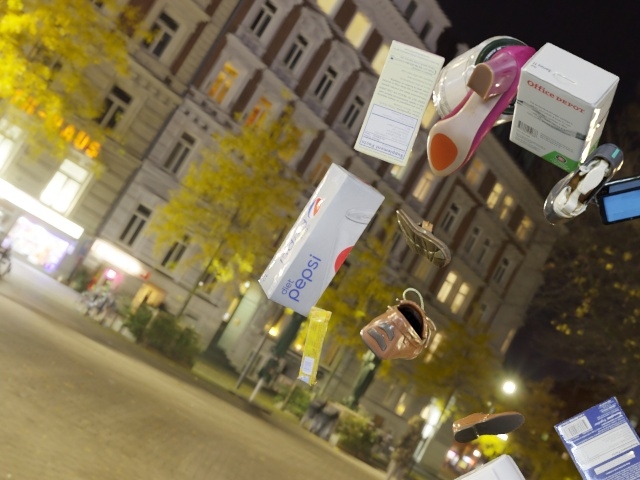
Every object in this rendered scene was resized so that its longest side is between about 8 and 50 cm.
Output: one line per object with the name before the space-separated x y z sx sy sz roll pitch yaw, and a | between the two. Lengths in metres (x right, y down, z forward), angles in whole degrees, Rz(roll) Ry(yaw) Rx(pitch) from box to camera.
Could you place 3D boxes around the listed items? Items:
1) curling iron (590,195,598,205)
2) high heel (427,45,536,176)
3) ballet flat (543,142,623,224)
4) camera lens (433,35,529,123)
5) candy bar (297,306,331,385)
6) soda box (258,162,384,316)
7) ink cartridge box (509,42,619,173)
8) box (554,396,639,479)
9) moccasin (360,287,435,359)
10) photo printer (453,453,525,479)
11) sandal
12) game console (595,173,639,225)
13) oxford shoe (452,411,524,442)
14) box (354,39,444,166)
curling iron | 0.655 -0.207 1.922 0.274 0.068 0.035 59 17 -7
high heel | 0.390 -0.300 1.844 0.127 0.181 0.377 53 -34 18
ballet flat | 0.477 -0.094 1.413 0.074 0.074 0.203 30 -51 -5
camera lens | 0.451 -0.417 2.078 0.219 0.219 0.274 31 -9 -13
candy bar | -0.013 0.202 1.442 0.040 0.161 0.018 17 21 16
soda box | 0.000 0.000 1.498 0.098 0.286 0.091 29 9 -26
ink cartridge box | 0.446 -0.241 1.420 0.153 0.087 0.208 36 -20 23
box | 0.578 0.439 1.506 0.036 0.136 0.225 45 18 -54
moccasin | 0.213 0.209 1.915 0.139 0.147 0.380 51 12 21
photo printer | 0.373 0.638 1.608 0.107 0.256 0.307 -12 67 -51
sandal | 0.246 -0.011 1.774 0.219 0.060 0.090 40 -29 57
game console | 0.645 -0.087 1.601 0.122 0.071 0.107 -14 -16 16
oxford shoe | 0.493 0.533 2.265 0.076 0.212 0.076 -93 170 -63
box | 0.175 -0.302 1.703 0.117 0.242 0.213 21 10 2
